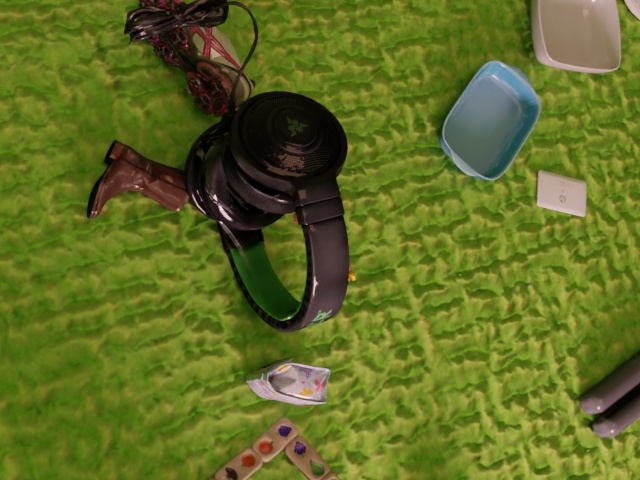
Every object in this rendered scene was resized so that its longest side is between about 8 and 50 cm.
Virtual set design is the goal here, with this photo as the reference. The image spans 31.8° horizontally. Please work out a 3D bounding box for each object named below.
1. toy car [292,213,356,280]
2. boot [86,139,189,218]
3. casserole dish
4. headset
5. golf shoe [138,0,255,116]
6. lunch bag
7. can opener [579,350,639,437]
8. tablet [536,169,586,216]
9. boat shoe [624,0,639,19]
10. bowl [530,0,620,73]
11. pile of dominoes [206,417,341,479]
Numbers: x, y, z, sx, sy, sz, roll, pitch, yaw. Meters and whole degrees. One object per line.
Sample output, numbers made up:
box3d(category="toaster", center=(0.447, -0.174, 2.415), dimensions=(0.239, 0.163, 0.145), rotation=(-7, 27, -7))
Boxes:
box3d(category="toy car", center=(0.000, 0.000, 1.406), dimensions=(0.040, 0.060, 0.122), rotation=(-24, 81, 5))
box3d(category="boot", center=(-0.211, -0.053, 1.334), dimensions=(0.114, 0.037, 0.106), rotation=(27, 71, -22))
box3d(category="casserole dish", center=(0.231, -0.164, 1.556), dimensions=(0.114, 0.037, 0.188), rotation=(40, 65, -11))
box3d(category="headset", center=(-0.092, -0.085, 1.270), dimensions=(0.185, 0.243, 0.394), rotation=(-14, 88, -27))
box3d(category="golf shoe", center=(-0.154, -0.242, 1.391), dimensions=(0.186, 0.067, 0.086), rotation=(56, 40, -6))
box3d(category="lunch bag", center=(-0.040, 0.167, 1.339), dimensions=(0.083, 0.071, 0.053), rotation=(12, 75, -21))
box3d(category="can opener", center=(0.489, 0.175, 1.564), dimensions=(0.283, 0.095, 0.076), rotation=(-30, 91, -27))
box3d(category="tablet", center=(0.345, -0.067, 1.603), dimensions=(0.083, 0.006, 0.054), rotation=(12, 74, -21))
box3d(category="boat shoe", center=(0.530, -0.347, 1.717), dimensions=(0.066, 0.063, 0.184), rotation=(-34, 94, -27))
box3d(category="bowl", center=(0.365, -0.311, 1.641), dimensions=(0.142, 0.053, 0.142), rotation=(4, 78, -24))
box3d(category="pile of dominoes", center=(-0.065, 0.340, 1.270), dimensions=(0.251, 0.040, 0.196), rotation=(-37, 75, -27))
